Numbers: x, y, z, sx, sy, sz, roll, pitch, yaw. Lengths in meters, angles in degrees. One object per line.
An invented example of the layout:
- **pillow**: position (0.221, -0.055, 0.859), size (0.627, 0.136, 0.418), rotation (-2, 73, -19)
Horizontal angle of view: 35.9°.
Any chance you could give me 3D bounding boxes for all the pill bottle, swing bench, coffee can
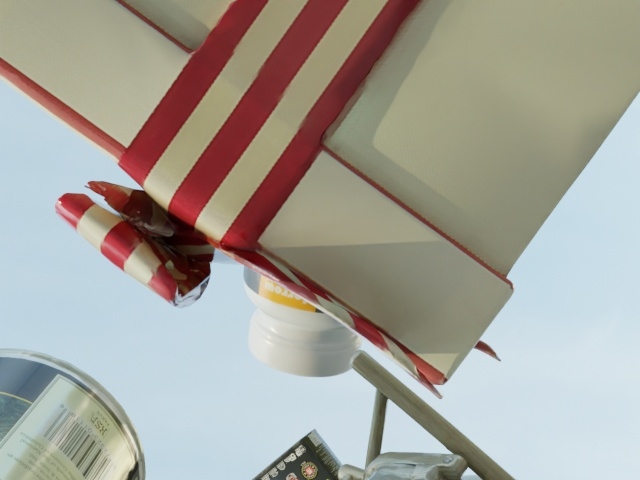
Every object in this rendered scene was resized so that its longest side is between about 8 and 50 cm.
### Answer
- **pill bottle**: position (0.000, 0.000, 1.104), size (0.162, 0.162, 0.279), rotation (-3, -68, -31)
- **swing bench**: position (0.057, 0.260, 0.746), size (0.253, 0.254, 0.165), rotation (-38, -36, -41)
- **coffee can**: position (-0.266, 0.231, 0.712), size (0.201, 0.275, 0.202), rotation (4, -67, 10)

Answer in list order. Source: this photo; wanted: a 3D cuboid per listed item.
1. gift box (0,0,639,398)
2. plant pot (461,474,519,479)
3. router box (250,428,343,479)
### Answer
- **gift box**: position (0.021, -0.079, 0.442), size (0.276, 0.255, 0.258), rotation (37, -88, 2)
- **plant pot**: position (0.164, 0.356, 1.024), size (0.284, 0.284, 0.191), rotation (23, -62, -35)
- **router box**: position (-0.025, 0.266, 1.009), size (0.122, 0.092, 0.038), rotation (-43, -10, 19)
